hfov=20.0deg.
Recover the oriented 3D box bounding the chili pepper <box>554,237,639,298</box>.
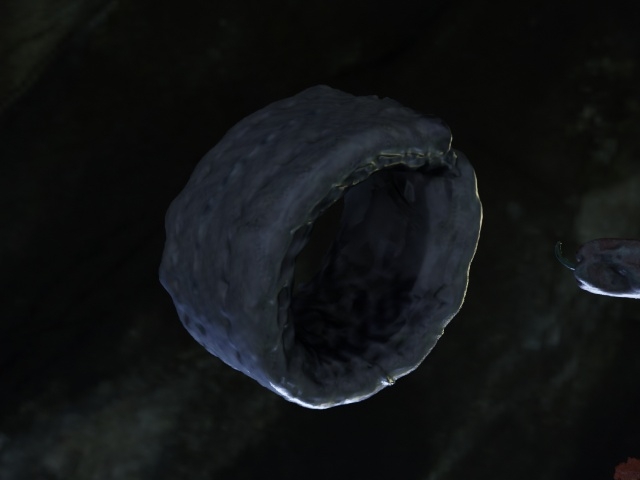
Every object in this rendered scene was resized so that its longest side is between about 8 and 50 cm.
[{"bbox_3d":[0.278,0.026,1.595,0.041,0.153,0.050,-48,-43,-53],"label":"chili pepper"}]

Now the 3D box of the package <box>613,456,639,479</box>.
[{"bbox_3d":[0.298,0.284,1.176,0.108,0.288,0.223,60,-132,-76],"label":"package"}]

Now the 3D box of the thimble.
[{"bbox_3d":[0.000,0.000,1.441,0.245,0.157,0.217,-54,-50,-10],"label":"thimble"}]
